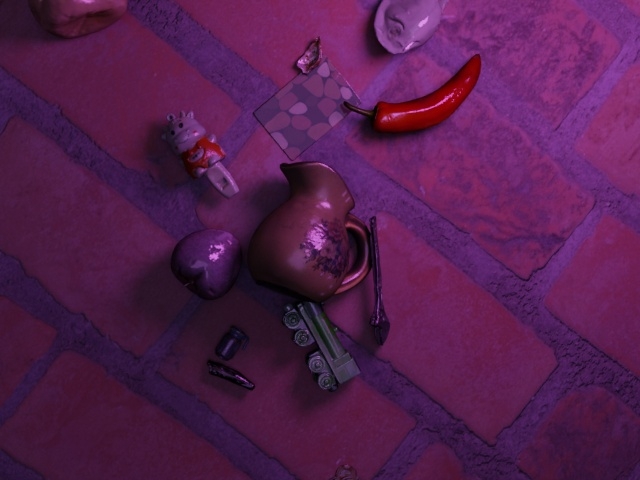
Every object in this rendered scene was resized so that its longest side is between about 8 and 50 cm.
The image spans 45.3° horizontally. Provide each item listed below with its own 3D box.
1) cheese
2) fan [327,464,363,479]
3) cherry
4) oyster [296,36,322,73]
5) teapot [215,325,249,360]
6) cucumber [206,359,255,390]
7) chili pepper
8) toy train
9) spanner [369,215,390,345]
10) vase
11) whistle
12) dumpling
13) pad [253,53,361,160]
[{"bbox_3d":[-0.563,-0.551,1.766,0.235,0.218,0.117,-20,91,19],"label":"cheese"},{"bbox_3d":[0.088,0.696,1.974,0.152,0.008,0.227,-45,94,-1],"label":"fan"},{"bbox_3d":[-0.276,0.052,1.852,0.176,0.140,0.176,5,77,-22],"label":"cherry"},{"bbox_3d":[-0.018,-0.454,1.890,0.051,0.034,0.093,45,99,18],"label":"oyster"},{"bbox_3d":[-0.218,0.261,1.908,0.063,0.049,0.083,34,90,-5],"label":"teapot"},{"bbox_3d":[-0.224,0.337,1.920,0.134,0.033,0.034,20,97,-3],"label":"cucumber"},{"bbox_3d":[0.249,-0.342,1.899,0.368,0.092,0.137,-21,75,-9],"label":"chili pepper"},{"bbox_3d":[-0.002,0.255,1.911,0.119,0.085,0.251,-28,97,-7],"label":"toy train"},{"bbox_3d":[0.143,0.102,1.901,0.026,0.093,0.326,0,97,26],"label":"spanner"},{"bbox_3d":[0.000,0.000,1.845,0.329,0.241,0.302,26,77,-32],"label":"vase"},{"bbox_3d":[-0.291,-0.206,1.856,0.101,0.106,0.253,-33,97,39],"label":"whistle"},{"bbox_3d":[0.221,-0.539,1.878,0.219,0.152,0.108,-46,139,-15],"label":"dumpling"},{"bbox_3d":[-0.031,-0.332,1.912,0.235,0.003,0.158,-40,95,-1],"label":"pad"}]
